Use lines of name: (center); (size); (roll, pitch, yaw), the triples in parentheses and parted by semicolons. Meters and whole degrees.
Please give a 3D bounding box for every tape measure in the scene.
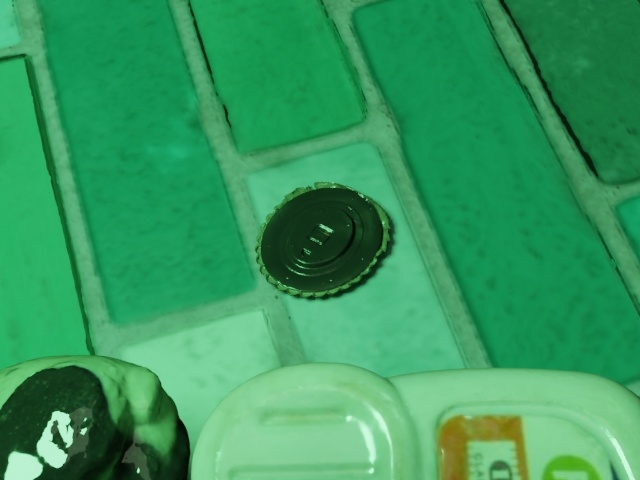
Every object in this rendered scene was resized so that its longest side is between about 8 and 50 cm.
tape measure: (0.049, 0.188, 0.602); (0.265, 0.130, 0.258); (0, 57, -3)

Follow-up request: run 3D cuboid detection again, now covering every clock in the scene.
clock: (0.000, 0.000, 0.806); (0.074, 0.010, 0.083); (29, 61, 22)

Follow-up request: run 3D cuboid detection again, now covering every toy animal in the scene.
toy animal: (-0.159, 0.114, 0.662); (0.225, 0.094, 0.121); (-14, 47, 41)
